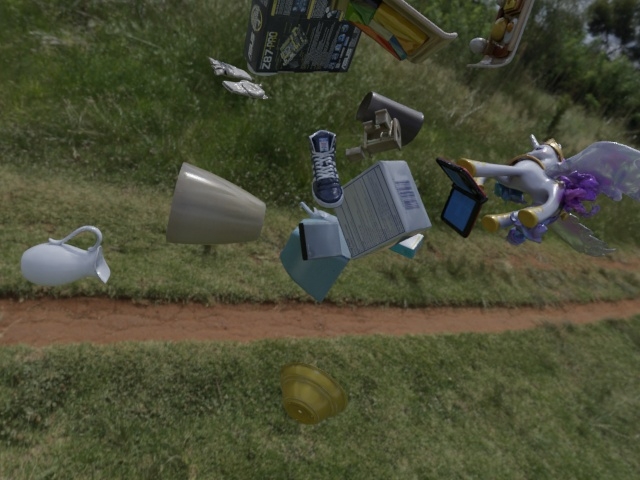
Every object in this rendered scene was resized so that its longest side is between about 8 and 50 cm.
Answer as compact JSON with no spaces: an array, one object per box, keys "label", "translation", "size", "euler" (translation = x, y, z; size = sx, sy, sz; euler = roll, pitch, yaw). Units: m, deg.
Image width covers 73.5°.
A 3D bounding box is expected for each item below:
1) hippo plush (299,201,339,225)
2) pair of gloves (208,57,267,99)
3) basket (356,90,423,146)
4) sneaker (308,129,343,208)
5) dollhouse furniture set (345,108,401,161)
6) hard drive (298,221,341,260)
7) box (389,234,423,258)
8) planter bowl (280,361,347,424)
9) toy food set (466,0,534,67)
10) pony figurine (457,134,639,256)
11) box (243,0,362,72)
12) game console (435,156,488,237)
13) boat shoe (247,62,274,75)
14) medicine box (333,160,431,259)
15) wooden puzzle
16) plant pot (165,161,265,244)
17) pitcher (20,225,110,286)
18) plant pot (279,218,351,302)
[{"label":"hippo plush","translation":[0.025,-0.009,2.092],"size":[0.294,0.236,0.234],"euler":[20,6,-44]},{"label":"pair of gloves","translation":[-0.334,-0.662,1.760],"size":[0.204,0.042,0.240],"euler":[-4,47,-47]},{"label":"basket","translation":[0.277,-0.508,1.774],"size":[0.227,0.154,0.204],"euler":[21,-3,-20]},{"label":"sneaker","translation":[0.015,-0.239,1.371],"size":[0.099,0.153,0.282],"euler":[-6,46,-2]},{"label":"dollhouse furniture set","translation":[0.151,-0.357,1.390],"size":[0.161,0.182,0.101],"euler":[42,45,-53]},{"label":"hard drive","translation":[0.000,0.000,1.108],"size":[0.135,0.022,0.094],"euler":[-4,86,-48]},{"label":"box","translation":[0.299,-0.017,1.807],"size":[0.244,0.060,0.100],"euler":[25,51,25]},{"label":"planter bowl","translation":[-0.040,0.455,1.218],"size":[0.217,0.217,0.090],"euler":[31,43,7]},{"label":"toy food set","translation":[0.559,-0.698,1.343],"size":[0.092,0.306,0.219],"euler":[12,22,-6]},{"label":"pony figurine","translation":[0.547,-0.118,1.017],"size":[0.363,0.303,0.351],"euler":[-22,55,-26]},{"label":"box","translation":[-0.009,-0.628,1.103],"size":[0.318,0.395,0.097],"euler":[-16,59,-31]},{"label":"game console","translation":[0.273,-0.093,0.891],"size":[0.124,0.085,0.144],"euler":[45,9,-19]},{"label":"boat shoe","translation":[-0.133,-0.716,1.625],"size":[0.301,0.102,0.108],"euler":[-16,81,-9]},{"label":"medicine box","translation":[0.206,-0.106,1.545],"size":[0.149,0.289,0.263],"euler":[-11,77,-41]},{"label":"wooden puzzle","translation":[0.129,-0.427,0.847],"size":[0.239,0.044,0.221],"euler":[28,9,-8]},{"label":"plant pot","translation":[-0.322,-0.091,1.364],"size":[0.274,0.256,0.256],"euler":[12,31,-16]},{"label":"pitcher","translation":[-0.733,0.044,1.236],"size":[0.207,0.177,0.125],"euler":[-1,15,-11]},{"label":"plant pot","translation":[-0.018,0.050,1.775],"size":[0.252,0.248,0.247],"euler":[32,32,1]}]
